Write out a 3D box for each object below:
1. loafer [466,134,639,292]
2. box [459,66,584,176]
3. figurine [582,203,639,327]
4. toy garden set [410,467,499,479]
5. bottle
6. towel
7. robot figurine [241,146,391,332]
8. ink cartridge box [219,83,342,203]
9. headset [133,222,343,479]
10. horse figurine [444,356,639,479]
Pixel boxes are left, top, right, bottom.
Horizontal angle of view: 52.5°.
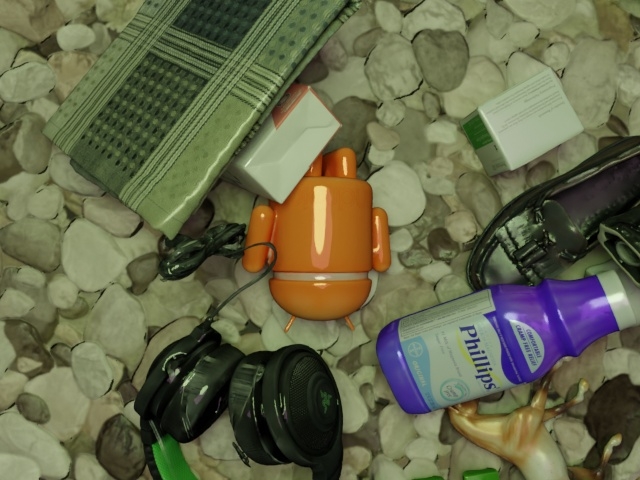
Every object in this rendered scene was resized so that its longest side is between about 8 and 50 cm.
[{"bbox_3d":[0.311,-0.035,0.797,0.303,0.095,0.109,-37,87,-2],"label":"loafer"},{"bbox_3d":[0.242,-0.141,0.793,0.102,0.101,0.087,-30,91,0],"label":"box"},{"bbox_3d":[0.430,-0.006,0.762,0.210,0.215,0.092,-33,61,-3],"label":"figurine"},{"bbox_3d":[0.111,0.402,0.815,0.245,0.049,0.203,-8,88,-3],"label":"toy garden set"},{"bbox_3d":[0.211,0.112,0.756,0.283,0.092,0.118,-21,103,17],"label":"bottle"},{"bbox_3d":[-0.145,-0.181,0.718,0.312,0.056,0.324,34,84,39],"label":"towel"},{"bbox_3d":[-0.002,0.000,0.772,0.128,0.158,0.219,0,90,31],"label":"robot figurine"},{"bbox_3d":[-0.080,-0.124,0.761,0.115,0.198,0.067,-53,126,-9],"label":"ink cartridge box"},{"bbox_3d":[-0.105,0.176,0.708,0.244,0.185,0.393,8,105,23],"label":"headset"},{"bbox_3d":[0.297,0.267,0.812,0.175,0.066,0.263,-34,89,-7],"label":"horse figurine"}]
